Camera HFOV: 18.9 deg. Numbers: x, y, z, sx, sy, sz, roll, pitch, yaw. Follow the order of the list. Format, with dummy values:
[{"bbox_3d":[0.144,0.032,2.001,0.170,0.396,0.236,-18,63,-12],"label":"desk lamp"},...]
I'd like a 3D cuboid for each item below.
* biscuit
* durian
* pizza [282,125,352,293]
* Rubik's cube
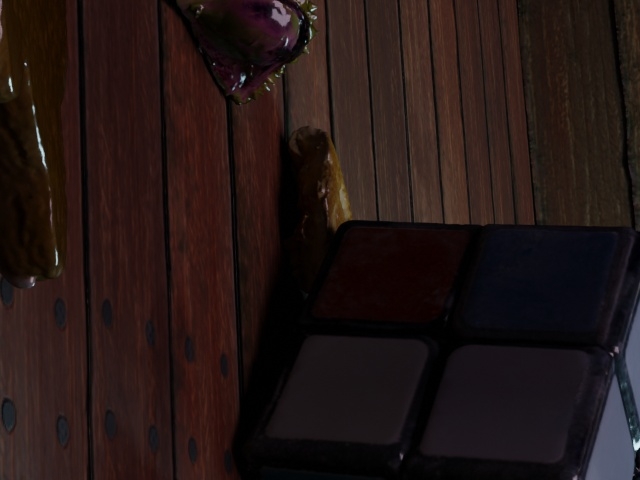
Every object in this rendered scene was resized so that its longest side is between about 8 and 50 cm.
[{"bbox_3d":[-0.201,-0.184,1.119,0.432,0.064,0.283,89,-2,-59],"label":"biscuit"},{"bbox_3d":[-0.053,-0.211,1.725,0.186,0.108,0.119,59,29,-53],"label":"durian"},{"bbox_3d":[0.000,0.000,1.913,0.161,0.062,0.182,-89,168,-48],"label":"pizza"},{"bbox_3d":[0.149,0.192,1.794,0.316,0.313,0.318,-65,148,-41],"label":"Rubik's cube"}]
